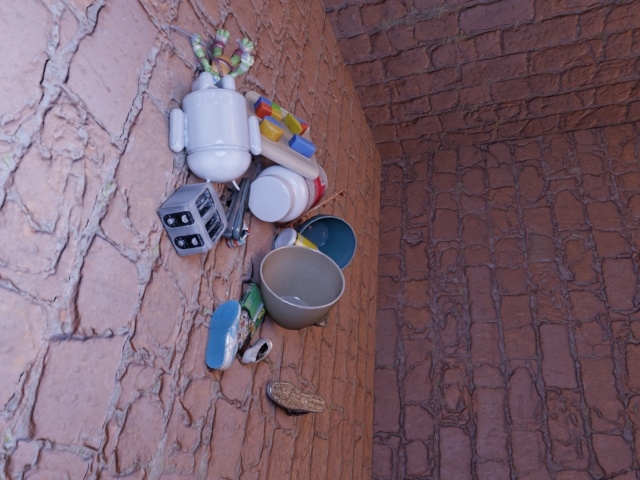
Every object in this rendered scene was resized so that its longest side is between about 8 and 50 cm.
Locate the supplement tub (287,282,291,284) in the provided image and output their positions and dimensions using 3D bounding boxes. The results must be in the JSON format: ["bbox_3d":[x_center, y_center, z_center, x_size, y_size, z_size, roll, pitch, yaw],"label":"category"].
[{"bbox_3d":[-0.141,0.152,2.092,0.071,0.071,0.107,62,31,-48],"label":"supplement tub"}]

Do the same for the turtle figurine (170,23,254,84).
[{"bbox_3d":[-0.317,-0.642,1.623,0.266,0.198,0.274,-80,159,-46],"label":"turtle figurine"}]

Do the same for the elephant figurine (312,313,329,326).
[{"bbox_3d":[-0.042,0.339,2.251,0.169,0.186,0.239,-51,-169,51],"label":"elephant figurine"}]

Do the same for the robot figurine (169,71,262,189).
[{"bbox_3d":[-0.323,-0.332,1.513,0.300,0.200,0.353,-5,89,-30],"label":"robot figurine"}]

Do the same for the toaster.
[{"bbox_3d":[-0.371,-0.069,1.440,0.185,0.110,0.168,-67,147,-54],"label":"toaster"}]

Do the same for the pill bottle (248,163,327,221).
[{"bbox_3d":[-0.132,-0.204,1.977,0.408,0.229,0.228,-41,123,-66],"label":"pill bottle"}]

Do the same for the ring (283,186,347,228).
[{"bbox_3d":[-0.018,-0.136,2.145,0.032,0.337,0.336,57,23,-3],"label":"ring"}]

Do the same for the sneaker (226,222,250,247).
[{"bbox_3d":[-0.281,-0.045,1.739,0.057,0.075,0.161,61,30,-49],"label":"sneaker"}]

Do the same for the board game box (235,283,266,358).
[{"bbox_3d":[-0.269,0.287,1.758,0.259,0.030,0.136,-65,143,-55],"label":"board game box"}]

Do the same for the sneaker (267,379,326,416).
[{"bbox_3d":[-0.129,0.648,1.981,0.282,0.153,0.099,29,54,-30],"label":"sneaker"}]

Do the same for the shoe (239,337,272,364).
[{"bbox_3d":[-0.223,0.414,1.804,0.219,0.058,0.076,-12,97,-71],"label":"shoe"}]

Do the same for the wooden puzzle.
[{"bbox_3d":[-0.141,-0.427,1.898,0.322,0.080,0.347,25,38,-31],"label":"wooden puzzle"}]

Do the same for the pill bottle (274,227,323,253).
[{"bbox_3d":[-0.087,0.045,2.104,0.208,0.119,0.119,37,46,-34],"label":"pill bottle"}]

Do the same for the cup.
[{"bbox_3d":[-0.094,0.214,1.917,0.331,0.331,0.236,-70,179,-51],"label":"cup"}]

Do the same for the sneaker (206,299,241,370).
[{"bbox_3d":[-0.307,0.306,1.575,0.092,0.088,0.228,62,35,-61],"label":"sneaker"}]

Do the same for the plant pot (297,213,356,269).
[{"bbox_3d":[0.000,0.000,2.297,0.195,0.290,0.290,-132,-154,-65],"label":"plant pot"}]

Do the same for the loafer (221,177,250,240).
[{"bbox_3d":[-0.301,-0.121,1.699,0.096,0.084,0.267,98,-2,-54],"label":"loafer"}]
